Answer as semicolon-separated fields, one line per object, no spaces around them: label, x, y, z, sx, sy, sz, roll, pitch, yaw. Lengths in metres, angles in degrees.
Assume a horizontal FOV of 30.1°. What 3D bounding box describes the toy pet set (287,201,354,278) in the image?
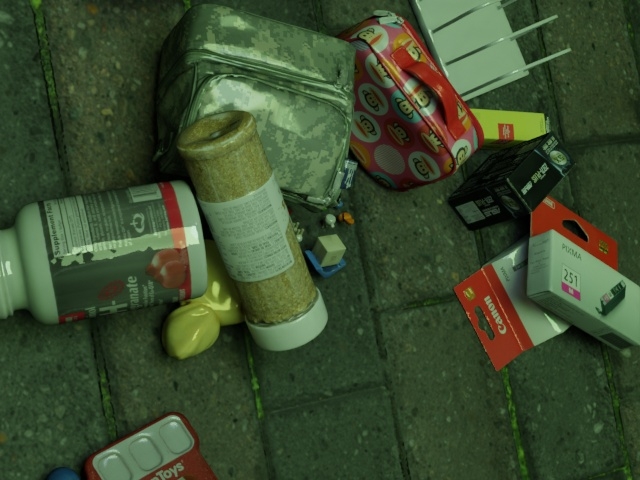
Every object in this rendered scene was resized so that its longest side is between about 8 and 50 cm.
toy pet set;0.000;0.000;1.984;0.122;0.065;0.114;-9;51;-34

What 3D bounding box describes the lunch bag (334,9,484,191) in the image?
lunch bag;0.127;-0.228;1.969;0.120;0.258;0.293;-44;104;-28

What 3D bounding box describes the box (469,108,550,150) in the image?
box;0.305;-0.201;2.169;0.232;0.087;0.058;1;81;-31

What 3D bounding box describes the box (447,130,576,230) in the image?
box;0.338;-0.103;2.115;0.147;0.180;0.077;-45;103;-29

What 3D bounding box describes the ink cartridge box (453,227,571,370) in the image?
ink cartridge box;0.370;0.106;2.172;0.225;0.056;0.181;-32;98;-32

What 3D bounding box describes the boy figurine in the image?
boy figurine;-0.155;0.065;1.851;0.177;0.092;0.285;31;68;-23

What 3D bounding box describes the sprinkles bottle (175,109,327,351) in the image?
sprinkles bottle;-0.096;-0.010;1.730;0.121;0.121;0.355;-38;123;-30

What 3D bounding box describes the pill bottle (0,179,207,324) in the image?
pill bottle;-0.331;0.023;1.682;0.319;0.176;0.176;-10;86;-13

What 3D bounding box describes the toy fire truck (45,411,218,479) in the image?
toy fire truck;-0.266;0.410;1.702;0.302;0.169;0.254;-25;70;-32

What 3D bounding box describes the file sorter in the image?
file sorter;0.304;-0.420;2.158;0.193;0.173;0.277;-25;94;-31

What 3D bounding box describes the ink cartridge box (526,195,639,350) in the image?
ink cartridge box;0.490;0.046;2.195;0.275;0.060;0.238;29;56;-34

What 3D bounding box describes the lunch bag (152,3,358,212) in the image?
lunch bag;-0.099;-0.191;1.840;0.305;0.212;0.255;13;71;-23
